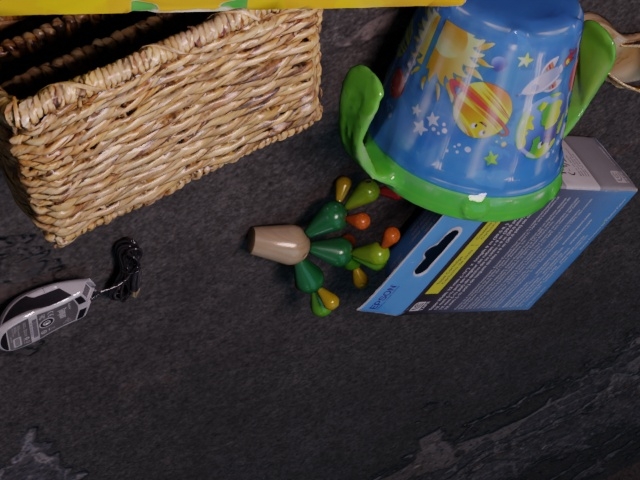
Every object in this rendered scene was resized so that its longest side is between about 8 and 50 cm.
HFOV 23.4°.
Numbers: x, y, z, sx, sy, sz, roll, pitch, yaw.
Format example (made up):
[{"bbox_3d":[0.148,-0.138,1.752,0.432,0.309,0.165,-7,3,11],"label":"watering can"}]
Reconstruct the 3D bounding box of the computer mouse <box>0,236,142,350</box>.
[{"bbox_3d":[-0.294,0.064,1.775,0.193,0.042,0.106,-25,155,-21],"label":"computer mouse"}]

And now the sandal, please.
[{"bbox_3d":[0.383,-0.212,1.912,0.240,0.079,0.088,10,131,-49],"label":"sandal"}]

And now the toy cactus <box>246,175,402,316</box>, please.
[{"bbox_3d":[0.000,0.000,1.903,0.181,0.112,0.219,7,139,-20],"label":"toy cactus"}]

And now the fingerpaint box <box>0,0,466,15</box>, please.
[{"bbox_3d":[-0.093,-0.345,1.096,0.445,0.163,0.371,-3,145,-9],"label":"fingerpaint box"}]

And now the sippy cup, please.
[{"bbox_3d":[0.174,-0.176,1.663,0.305,0.240,0.224,-55,164,-50],"label":"sippy cup"}]

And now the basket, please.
[{"bbox_3d":[-0.164,-0.178,1.340,0.299,0.213,0.223,-27,155,-13],"label":"basket"}]

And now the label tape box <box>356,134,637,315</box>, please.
[{"bbox_3d":[0.211,-0.022,2.005,0.348,0.115,0.249,2,137,-44],"label":"label tape box"}]
